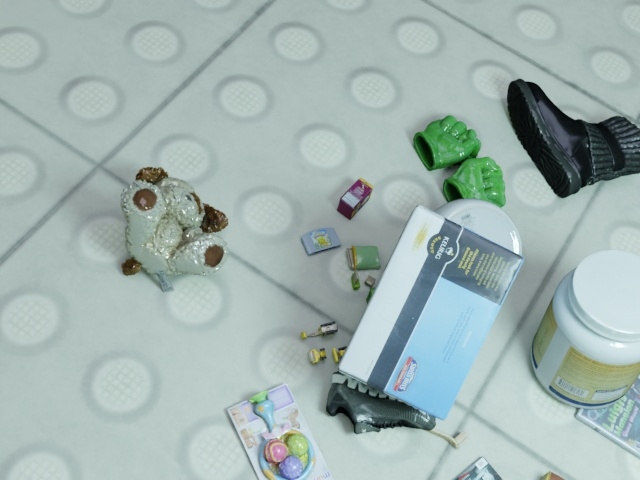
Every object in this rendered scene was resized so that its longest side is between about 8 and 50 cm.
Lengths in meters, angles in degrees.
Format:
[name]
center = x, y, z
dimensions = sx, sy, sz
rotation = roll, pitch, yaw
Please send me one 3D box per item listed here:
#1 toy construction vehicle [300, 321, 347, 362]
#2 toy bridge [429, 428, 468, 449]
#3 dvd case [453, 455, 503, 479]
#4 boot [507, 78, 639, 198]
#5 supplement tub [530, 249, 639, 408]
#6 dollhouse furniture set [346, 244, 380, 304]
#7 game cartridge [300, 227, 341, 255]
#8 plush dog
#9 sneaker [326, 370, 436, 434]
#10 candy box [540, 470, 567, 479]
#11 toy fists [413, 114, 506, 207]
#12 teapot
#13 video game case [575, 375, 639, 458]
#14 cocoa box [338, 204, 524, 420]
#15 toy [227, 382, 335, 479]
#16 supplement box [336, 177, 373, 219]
[toy construction vehicle]
center = 0.014, 0.222, 1.838
dimensions = 0.098, 0.035, 0.086
rotation = -14, 74, -14
[toy bridge]
center = 0.226, 0.361, 1.795
dimensions = 0.063, 0.026, 0.188
rotation = -34, 71, -23
[dvd case]
center = 0.337, 0.508, 1.737
dimensions = 0.087, 0.013, 0.119
rotation = -32, 71, -25
[boot]
center = 0.650, -0.287, 2.185
dimensions = 0.260, 0.131, 0.348
rotation = -22, 77, -14
[supplement tub]
center = 0.576, 0.185, 1.776
dimensions = 0.228, 0.316, 0.228
rotation = 1, 55, -1
[dollhouse furniture set]
center = 0.107, 0.064, 1.928
dimensions = 0.076, 0.059, 0.152
rotation = -3, 61, -12
[game cartridge]
center = 0.000, 0.000, 1.972
dimensions = 0.083, 0.017, 0.056
rotation = -16, 60, -19
[plush dog]
center = -0.328, -0.040, 1.867
dimensions = 0.262, 0.210, 0.225
rotation = 39, 41, -19
[sneaker]
center = 0.115, 0.355, 1.747
dimensions = 0.234, 0.078, 0.106
rotation = 20, 65, 13
[candy box]
center = 0.462, 0.566, 1.703
dimensions = 0.109, 0.053, 0.187
rotation = 28, 58, 7
[toy fists]
center = 0.350, -0.186, 2.098
dimensions = 0.142, 0.096, 0.279
rotation = -20, 64, -21
[teapot]
center = 0.307, 0.026, 1.921
dimensions = 0.256, 0.187, 0.253
rotation = 24, 84, -17
[video game case]
center = 0.669, 0.357, 1.879
dimensions = 0.173, 0.022, 0.190
rotation = 32, 60, 9
[cocoa box]
center = 0.214, 0.135, 1.692
dimensions = 0.228, 0.231, 0.347
rotation = 26, 92, 4
[toy]
center = -0.074, 0.405, 1.698
dimensions = 0.136, 0.056, 0.237
rotation = -21, 66, -19
[supplement box]
center = 0.082, -0.099, 2.020
dimensions = 0.043, 0.055, 0.083
rotation = 37, 61, 11
